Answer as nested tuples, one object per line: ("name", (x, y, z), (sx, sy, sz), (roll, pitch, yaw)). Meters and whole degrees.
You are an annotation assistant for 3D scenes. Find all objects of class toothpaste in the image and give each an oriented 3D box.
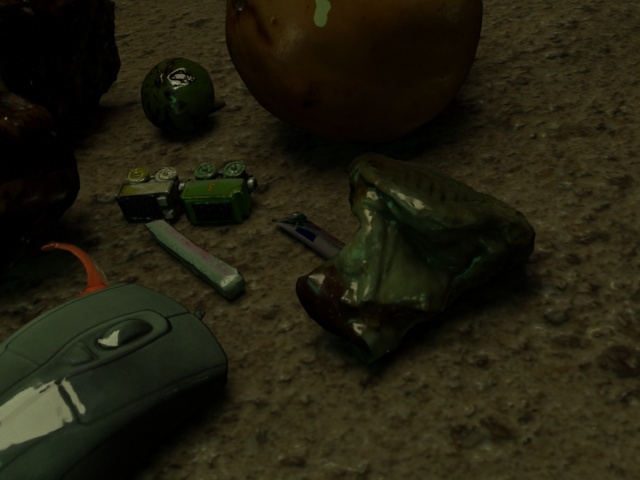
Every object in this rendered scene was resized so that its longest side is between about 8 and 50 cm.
("toothpaste", (0.000, 0.000, 1.143), (0.045, 0.028, 0.170), (-19, 32, -28))

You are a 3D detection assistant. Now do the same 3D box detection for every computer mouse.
("computer mouse", (-0.250, 0.161, 0.893), (0.188, 0.122, 0.371), (35, 55, 24))

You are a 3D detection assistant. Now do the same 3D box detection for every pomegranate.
("pomegranate", (0.071, -0.331, 1.300), (0.410, 0.410, 0.410), (-7, 36, 5))
("pomegranate", (-0.216, -0.228, 1.453), (0.122, 0.122, 0.161), (13, 5, 30))

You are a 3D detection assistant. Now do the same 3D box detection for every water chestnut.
("water chestnut", (-0.462, -0.052, 1.174), (0.300, 0.300, 0.300), (-7, 36, 5))

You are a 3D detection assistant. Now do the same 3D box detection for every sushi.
("sushi", (-0.499, -0.283, 1.444), (0.281, 0.299, 0.294), (23, 46, 7))

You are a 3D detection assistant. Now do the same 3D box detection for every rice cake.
("rice cake", (-0.162, 0.019, 1.157), (0.033, 0.033, 0.207), (-39, 42, -19))

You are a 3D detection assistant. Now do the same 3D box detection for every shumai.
("shumai", (0.102, 0.021, 1.024), (0.271, 0.204, 0.222), (5, 22, -43))

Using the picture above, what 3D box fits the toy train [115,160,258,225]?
("toy train", (-0.187, -0.062, 1.250), (0.202, 0.060, 0.081), (-2, 43, 15))

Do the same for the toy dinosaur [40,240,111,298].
("toy dinosaur", (-0.271, 0.081, 1.072), (0.101, 0.055, 0.279), (-30, 55, -35))
